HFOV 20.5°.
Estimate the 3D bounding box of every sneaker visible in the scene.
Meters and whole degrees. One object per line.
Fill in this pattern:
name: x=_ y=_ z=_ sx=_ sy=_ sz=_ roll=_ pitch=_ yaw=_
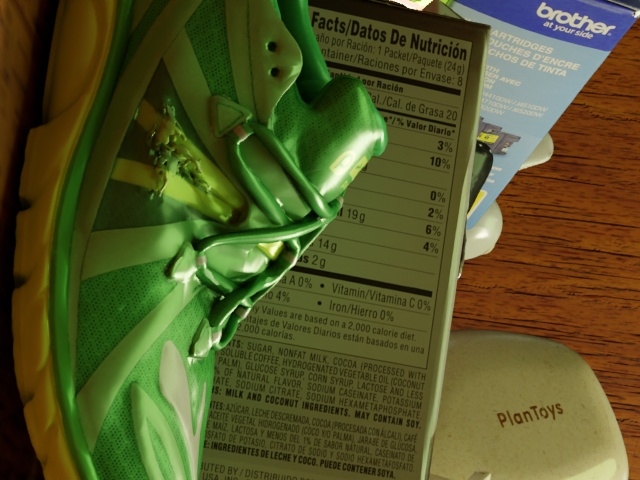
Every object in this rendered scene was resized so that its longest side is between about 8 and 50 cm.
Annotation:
sneaker: x=-0.040 y=-0.022 z=0.640 sx=0.109 sy=0.123 sz=0.296 roll=20 pitch=78 yaw=-86

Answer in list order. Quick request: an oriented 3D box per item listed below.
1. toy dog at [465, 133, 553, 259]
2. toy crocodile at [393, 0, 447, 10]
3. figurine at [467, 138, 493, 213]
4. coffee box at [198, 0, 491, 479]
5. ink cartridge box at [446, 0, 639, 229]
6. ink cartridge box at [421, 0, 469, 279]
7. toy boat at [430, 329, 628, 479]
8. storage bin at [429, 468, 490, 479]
toy dog: x=0.121 y=-0.104 z=1.781 sx=0.161 sy=0.220 sz=0.334 roll=43 pitch=47 yaw=-47
toy crocodile: x=0.021 y=-0.164 z=1.391 sx=0.115 sy=0.105 sz=0.340 roll=54 pitch=-33 yaw=39
figurine: x=0.022 y=-0.003 z=1.305 sx=0.215 sy=0.092 sz=0.209 roll=23 pitch=85 yaw=-54
coffee box: x=-0.022 y=0.050 z=0.785 sx=0.168 sy=0.119 sz=0.297 roll=150 pitch=-50 yaw=-74
ink cartridge box: x=0.150 y=-0.231 z=1.507 sx=0.395 sy=0.151 sz=0.270 roll=122 pitch=-21 yaw=-54
ink cartridge box: x=0.000 y=0.000 z=0.977 sx=0.223 sy=0.045 sz=0.224 roll=-43 pitch=-159 yaw=31
toy boat: x=0.124 y=0.222 z=1.311 sx=0.148 sy=0.267 sz=0.318 roll=-40 pitch=-122 yaw=45
storage bin: x=-0.010 y=0.299 z=1.144 sx=0.260 sy=0.123 sz=0.262 roll=-32 pitch=132 yaw=-56
